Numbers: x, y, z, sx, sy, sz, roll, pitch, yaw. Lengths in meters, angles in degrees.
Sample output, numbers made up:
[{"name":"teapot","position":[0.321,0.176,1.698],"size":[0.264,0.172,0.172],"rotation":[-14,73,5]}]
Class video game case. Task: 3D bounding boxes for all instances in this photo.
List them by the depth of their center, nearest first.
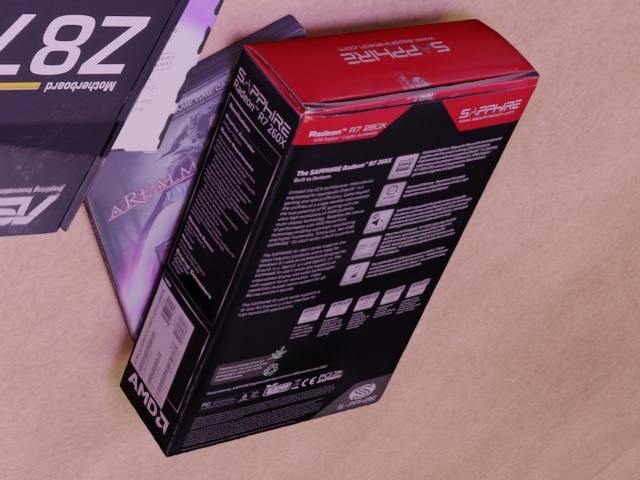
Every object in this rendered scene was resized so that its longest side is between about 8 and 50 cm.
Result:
[{"name":"video game case","position":[-0.085,-0.037,1.419],"size":[0.196,0.026,0.274],"rotation":[-30,148,-13]}]

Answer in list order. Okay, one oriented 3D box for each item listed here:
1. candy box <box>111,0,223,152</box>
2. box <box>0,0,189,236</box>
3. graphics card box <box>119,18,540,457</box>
[{"name":"candy box","position":[-0.152,-0.148,1.167],"size":[0.165,0.070,0.196],"rotation":[-5,135,-41]},{"name":"box","position":[-0.237,-0.136,0.870],"size":[0.395,0.097,0.318],"rotation":[-4,137,-46]},{"name":"graphics card box","position":[0.000,0.000,1.439],"size":[0.233,0.094,0.371],"rotation":[-12,139,-36]}]
